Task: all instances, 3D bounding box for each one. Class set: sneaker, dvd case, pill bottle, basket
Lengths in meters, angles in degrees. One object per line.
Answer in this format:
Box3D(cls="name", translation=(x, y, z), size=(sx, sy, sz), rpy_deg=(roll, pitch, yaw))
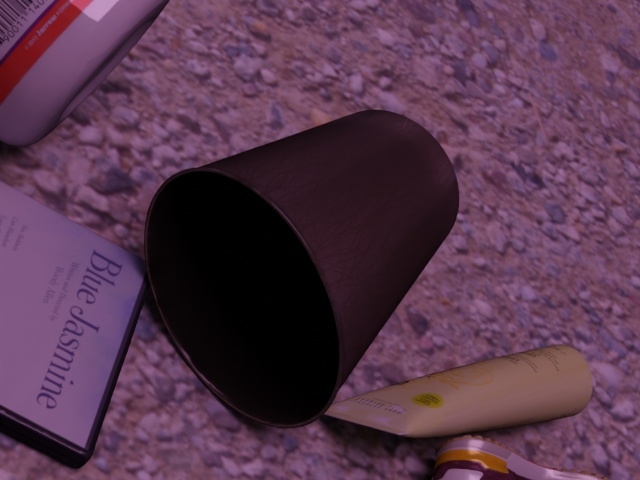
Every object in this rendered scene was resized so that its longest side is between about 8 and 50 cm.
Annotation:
Box3D(cls="sneaker", translation=(0.165, 0.217, 1.435), size=(0.185, 0.069, 0.084), rpy_deg=(19, 59, -18))
Box3D(cls="dvd case", translation=(-0.246, 0.029, 1.281), size=(0.253, 0.022, 0.180), rpy_deg=(30, 46, -17))
Box3D(cls="pill bottle", translation=(-0.273, -0.232, 1.330), size=(0.323, 0.181, 0.181), rpy_deg=(43, 44, -4))
Box3D(cls="basket", translation=(0.000, 0.000, 1.399), size=(0.227, 0.154, 0.204), rpy_deg=(-37, 109, -51))

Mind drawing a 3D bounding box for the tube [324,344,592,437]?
Box3D(cls="tube", translation=(0.115, 0.124, 1.451), size=(0.240, 0.070, 0.062), rpy_deg=(-7, 60, -41))
